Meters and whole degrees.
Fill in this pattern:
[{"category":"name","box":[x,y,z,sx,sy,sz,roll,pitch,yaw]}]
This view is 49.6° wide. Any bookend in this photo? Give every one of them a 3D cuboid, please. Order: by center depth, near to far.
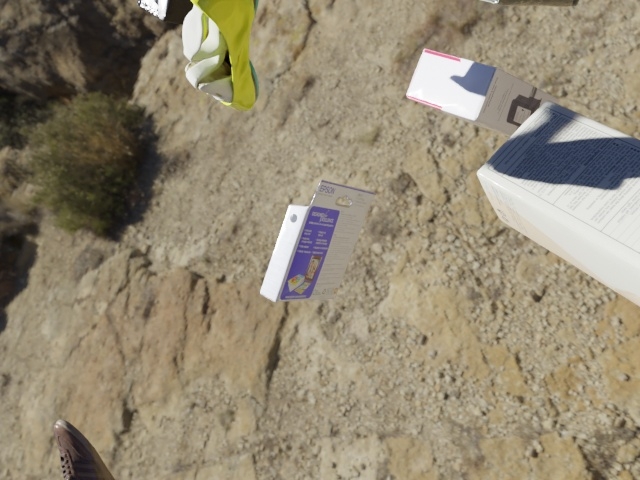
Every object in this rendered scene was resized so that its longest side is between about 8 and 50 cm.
[{"category":"bookend","box":[-0.190,-0.425,1.100,0.072,0.156,0.157,37,117,26]}]

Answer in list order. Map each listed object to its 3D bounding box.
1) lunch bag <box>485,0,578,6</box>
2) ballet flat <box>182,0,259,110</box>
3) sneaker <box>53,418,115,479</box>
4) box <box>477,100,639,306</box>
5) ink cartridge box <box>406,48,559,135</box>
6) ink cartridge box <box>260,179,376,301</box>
[{"category":"lunch bag","box":[0.374,-0.591,1.444,0.287,0.236,0.168,42,133,49]},{"category":"ballet flat","box":[-0.114,-0.206,0.762,0.077,0.231,0.077,-38,77,-20]},{"category":"sneaker","box":[-0.402,0.391,1.163,0.071,0.188,0.066,-38,8,-35]},{"category":"box","box":[0.359,-0.034,0.834,0.148,0.121,0.311,-44,46,-3]},{"category":"ink cartridge box","box":[0.309,-0.267,1.308,0.172,0.237,0.100,31,106,43]},{"category":"ink cartridge box","box":[0.000,0.000,1.159,0.045,0.206,0.208,26,99,27]}]
